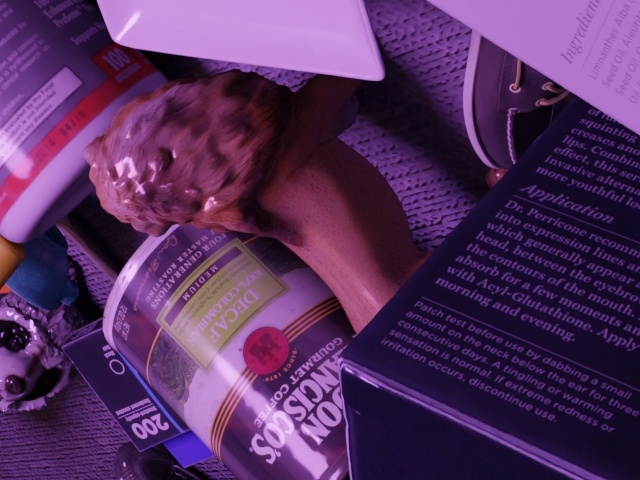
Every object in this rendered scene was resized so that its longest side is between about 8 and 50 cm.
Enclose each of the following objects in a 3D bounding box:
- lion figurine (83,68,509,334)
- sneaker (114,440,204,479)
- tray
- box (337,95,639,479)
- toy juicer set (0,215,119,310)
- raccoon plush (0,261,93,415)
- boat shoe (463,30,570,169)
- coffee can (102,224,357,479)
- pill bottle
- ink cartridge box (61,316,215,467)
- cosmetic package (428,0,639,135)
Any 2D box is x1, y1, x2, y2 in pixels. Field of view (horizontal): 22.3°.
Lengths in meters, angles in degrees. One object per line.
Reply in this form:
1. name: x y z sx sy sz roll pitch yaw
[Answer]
1. lion figurine: 0.022 -0.011 1.286 0.392 0.240 0.142 39 145 6
2. sneaker: -0.142 0.316 1.934 0.234 0.078 0.106 46 142 -9
3. tray: -0.071 -0.196 1.178 0.270 0.030 0.145 12 135 37
4. box: 0.210 0.093 1.071 0.212 0.395 0.293 24 139 28
5. toy juicer set: -0.331 -0.013 1.653 0.209 0.089 0.329 49 -172 15
6. raccoon plush: -0.434 0.065 1.936 0.446 0.299 0.216 57 177 42
7. boat shoe: 0.151 -0.137 1.165 0.069 0.081 0.227 24 138 32
8. coffee can: -0.026 0.111 1.404 0.275 0.201 0.201 43 147 25
9. pill bottle: -0.329 -0.190 1.474 0.363 0.210 0.210 45 145 -2
10. ink cartridge box: -0.148 0.154 1.753 0.206 0.045 0.208 -26 107 37
11. cosmetic package: 0.190 -0.212 0.924 0.453 0.230 0.161 34 143 13
